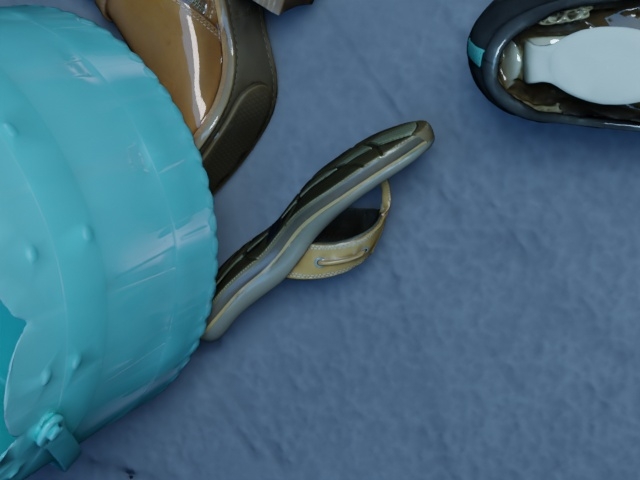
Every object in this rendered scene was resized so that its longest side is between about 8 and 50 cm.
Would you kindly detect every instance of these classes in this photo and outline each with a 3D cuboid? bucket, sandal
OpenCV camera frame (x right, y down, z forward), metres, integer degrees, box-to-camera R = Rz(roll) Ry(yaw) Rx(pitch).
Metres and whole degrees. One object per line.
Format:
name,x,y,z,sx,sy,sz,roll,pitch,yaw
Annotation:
bucket,-0.201,0.007,0.883,0.281,0.183,0.281,10,108,33
sandal,0.000,0.000,0.924,0.049,0.072,0.180,43,108,-10

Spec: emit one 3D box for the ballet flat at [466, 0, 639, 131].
ballet flat,0.205,-0.078,0.798,0.280,0.096,0.095,0,102,15

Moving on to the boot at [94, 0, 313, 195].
boot,-0.093,-0.120,0.936,0.152,0.073,0.197,31,106,17
